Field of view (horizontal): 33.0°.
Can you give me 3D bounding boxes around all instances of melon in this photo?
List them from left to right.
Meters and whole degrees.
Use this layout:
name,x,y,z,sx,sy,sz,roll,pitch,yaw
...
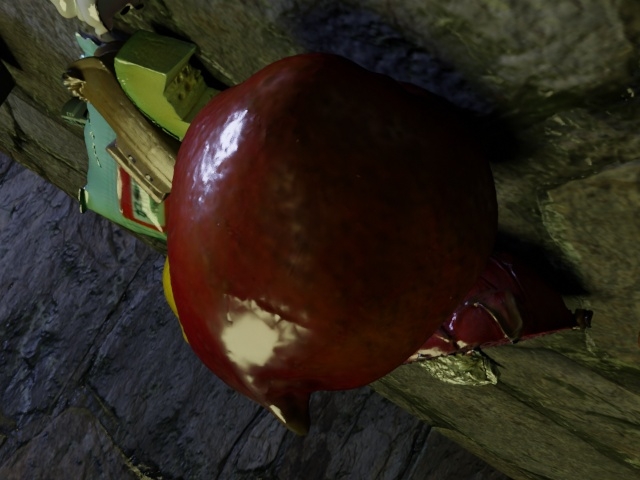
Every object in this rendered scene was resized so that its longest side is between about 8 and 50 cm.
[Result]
name,x,y,z,sx,sy,sz,roll,pitch,yaw
melon,-0.153,-0.169,1.269,0.118,0.064,0.209,7,154,36

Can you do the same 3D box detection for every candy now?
name,x,y,z,sx,sy,sz,roll,pitch,yaw
candy,-0.221,-0.122,1.557,0.263,0.172,0.398,18,146,13

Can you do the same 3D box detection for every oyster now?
name,x,y,z,sx,sy,sz,roll,pitch,yaw
oyster,0.228,0.199,1.917,0.177,0.064,0.125,45,151,-15

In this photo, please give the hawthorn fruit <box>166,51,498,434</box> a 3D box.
name,x,y,z,sx,sy,sz,roll,pitch,yaw
hawthorn fruit,-0.004,-0.016,0.955,0.295,0.311,0.295,42,166,13

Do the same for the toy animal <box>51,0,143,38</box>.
name,x,y,z,sx,sy,sz,roll,pitch,yaw
toy animal,-0.256,-0.266,1.133,0.124,0.071,0.085,25,168,33

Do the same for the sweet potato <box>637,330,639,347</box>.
name,x,y,z,sx,sy,sz,roll,pitch,yaw
sweet potato,0.363,0.106,1.178,0.034,0.034,0.095,28,172,18

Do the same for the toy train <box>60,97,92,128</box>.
name,x,y,z,sx,sy,sz,roll,pitch,yaw
toy train,-0.383,-0.208,1.817,0.207,0.043,0.047,20,162,48

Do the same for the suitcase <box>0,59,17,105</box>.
name,x,y,z,sx,sy,sz,roll,pitch,yaw
suitcase,-0.666,-0.314,1.742,0.283,0.194,0.434,31,171,4

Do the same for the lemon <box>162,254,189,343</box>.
name,x,y,z,sx,sy,sz,roll,pitch,yaw
lemon,-0.151,0.061,1.823,0.228,0.253,0.228,39,162,15

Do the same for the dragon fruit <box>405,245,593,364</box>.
name,x,y,z,sx,sy,sz,roll,pitch,yaw
dragon fruit,0.170,0.057,1.245,0.218,0.148,0.224,-7,170,-28

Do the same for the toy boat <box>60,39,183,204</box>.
name,x,y,z,sx,sy,sz,roll,pitch,yaw
toy boat,-0.197,-0.111,1.376,0.321,0.089,0.121,49,137,-10
